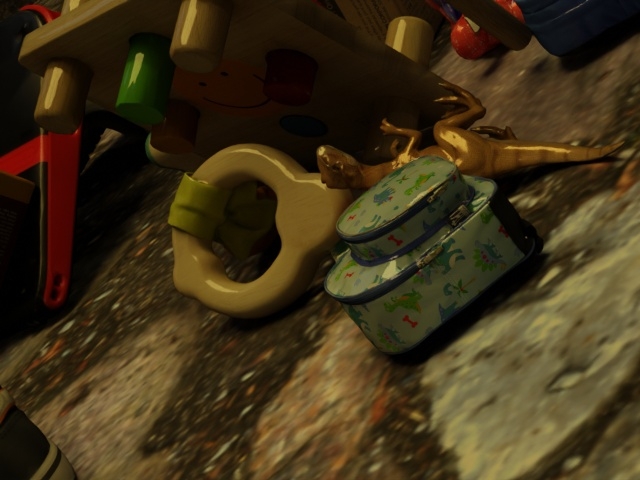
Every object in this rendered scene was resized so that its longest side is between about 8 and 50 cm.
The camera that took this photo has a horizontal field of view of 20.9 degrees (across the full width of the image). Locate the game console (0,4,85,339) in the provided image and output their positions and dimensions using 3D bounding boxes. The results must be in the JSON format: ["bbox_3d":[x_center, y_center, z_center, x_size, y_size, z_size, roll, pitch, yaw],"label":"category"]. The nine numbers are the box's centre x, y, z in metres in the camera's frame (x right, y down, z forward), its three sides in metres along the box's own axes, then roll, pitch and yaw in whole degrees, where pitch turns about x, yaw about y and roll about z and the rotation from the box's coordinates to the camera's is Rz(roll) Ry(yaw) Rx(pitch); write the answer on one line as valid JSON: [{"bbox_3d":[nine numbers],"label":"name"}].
[{"bbox_3d":[-0.369,-0.032,1.737,0.386,0.060,0.342,-23,59,39],"label":"game console"}]

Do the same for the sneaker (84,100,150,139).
[{"bbox_3d":[-0.154,-0.175,1.856,0.331,0.146,0.122,-17,-9,-5],"label":"sneaker"}]

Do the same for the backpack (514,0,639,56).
[{"bbox_3d":[0.193,-0.199,1.259,0.120,0.101,0.098,-36,11,17],"label":"backpack"}]

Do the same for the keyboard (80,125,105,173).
[{"bbox_3d":[-0.255,-0.160,1.997,0.201,0.033,0.317,-22,37,56],"label":"keyboard"}]

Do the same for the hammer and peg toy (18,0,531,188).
[{"bbox_3d":[-0.026,-0.131,1.291,0.361,0.266,0.127,-16,56,47],"label":"hammer and peg toy"}]

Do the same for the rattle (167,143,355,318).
[{"bbox_3d":[0.000,0.000,1.250,0.200,0.143,0.130,-7,65,31],"label":"rattle"}]

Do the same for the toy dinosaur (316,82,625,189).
[{"bbox_3d":[0.106,-0.055,1.150,0.211,0.064,0.112,-7,31,19],"label":"toy dinosaur"}]

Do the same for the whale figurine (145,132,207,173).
[{"bbox_3d":[-0.098,-0.163,1.557,0.141,0.216,0.272,-19,53,49],"label":"whale figurine"}]

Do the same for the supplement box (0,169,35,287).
[{"bbox_3d":[-0.393,0.005,1.608,0.191,0.129,0.194,16,87,48],"label":"supplement box"}]

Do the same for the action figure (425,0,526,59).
[{"bbox_3d":[0.145,-0.255,1.437,0.091,0.139,0.280,-24,25,40],"label":"action figure"}]

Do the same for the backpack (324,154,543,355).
[{"bbox_3d":[0.057,0.006,1.043,0.114,0.084,0.105,-42,16,-5],"label":"backpack"}]

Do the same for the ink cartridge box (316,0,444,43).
[{"bbox_3d":[0.045,-0.285,1.584,0.088,0.193,0.234,-19,25,31],"label":"ink cartridge box"}]

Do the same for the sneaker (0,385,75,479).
[{"bbox_3d":[-0.293,0.143,1.302,0.126,0.127,0.321,-48,19,-24],"label":"sneaker"}]
